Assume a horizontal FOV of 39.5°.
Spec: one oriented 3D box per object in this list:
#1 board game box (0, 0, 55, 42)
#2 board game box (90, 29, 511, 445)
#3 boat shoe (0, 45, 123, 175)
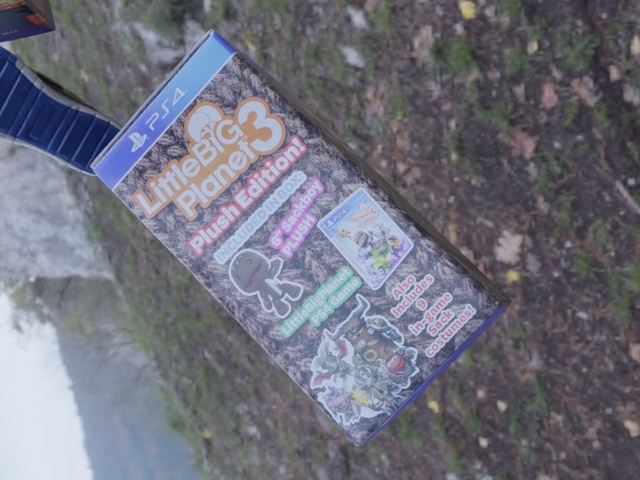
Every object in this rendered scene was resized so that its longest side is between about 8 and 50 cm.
[{"bbox_3d":[-0.238,-0.124,0.471,0.141,0.170,0.048,-147,44,-81],"label":"board game box"},{"bbox_3d":[0.000,0.000,0.737,0.291,0.141,0.232,45,-173,12],"label":"board game box"},{"bbox_3d":[-0.245,-0.110,0.738,0.066,0.183,0.066,-56,22,2],"label":"boat shoe"}]
